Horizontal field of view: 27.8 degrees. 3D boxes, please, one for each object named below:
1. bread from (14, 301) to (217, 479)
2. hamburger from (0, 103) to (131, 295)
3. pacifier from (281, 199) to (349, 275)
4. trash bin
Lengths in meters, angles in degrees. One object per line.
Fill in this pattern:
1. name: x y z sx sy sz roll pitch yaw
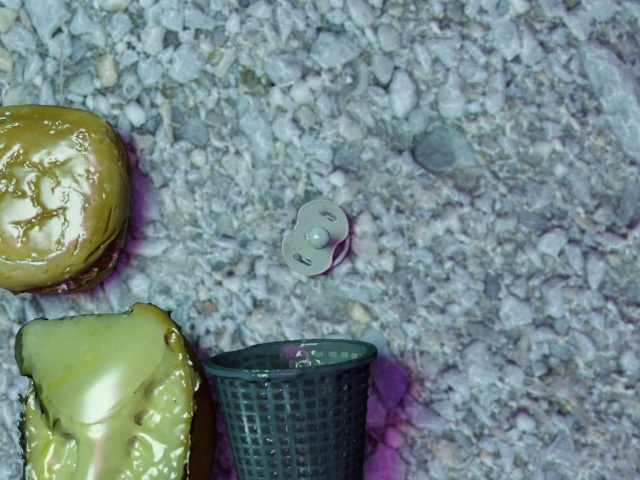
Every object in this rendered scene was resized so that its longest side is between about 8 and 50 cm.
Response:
1. bread: -0.196 0.201 1.305 0.204 0.162 0.262 -10 65 17
2. hamburger: -0.296 -0.043 1.382 0.213 0.108 0.214 -2 79 8
3. pacifier: 0.000 0.000 1.354 0.068 0.064 0.083 30 89 -8
4. trash bin: -0.025 0.190 1.294 0.175 0.175 0.161 -3 93 7
